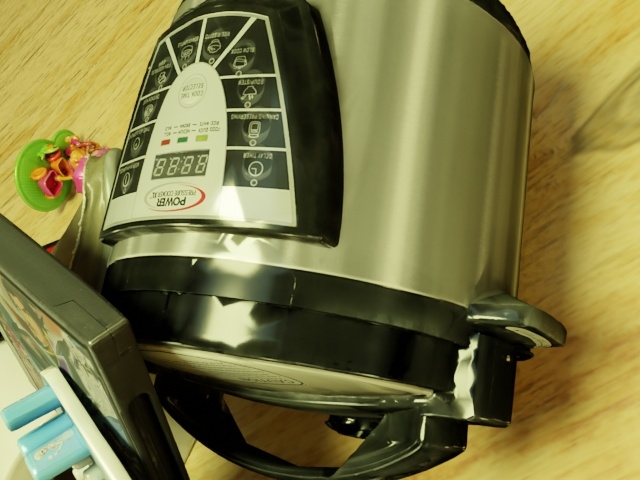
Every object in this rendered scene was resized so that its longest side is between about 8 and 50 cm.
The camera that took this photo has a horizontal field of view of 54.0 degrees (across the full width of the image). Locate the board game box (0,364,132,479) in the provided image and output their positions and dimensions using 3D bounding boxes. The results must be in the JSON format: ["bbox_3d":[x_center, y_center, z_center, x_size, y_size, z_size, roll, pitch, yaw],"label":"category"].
[{"bbox_3d":[-0.117,0.344,0.515,0.050,0.390,0.390,-30,60,-31],"label":"board game box"}]

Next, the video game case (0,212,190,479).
[{"bbox_3d":[-0.216,0.100,0.531,0.275,0.248,0.035,27,49,35],"label":"video game case"}]

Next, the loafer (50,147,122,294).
[{"bbox_3d":[-0.244,0.024,0.647,0.094,0.087,0.251,-89,12,-70],"label":"loafer"}]

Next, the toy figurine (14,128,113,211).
[{"bbox_3d":[-0.416,-0.129,1.106,0.159,0.130,0.173,3,48,22],"label":"toy figurine"}]

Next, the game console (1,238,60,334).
[{"bbox_3d":[-0.409,0.079,0.885,0.387,0.342,0.060,-31,97,21],"label":"game console"}]

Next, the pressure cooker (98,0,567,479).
[{"bbox_3d":[0.005,0.002,0.581,0.376,0.370,0.420,12,76,-8],"label":"pressure cooker"}]

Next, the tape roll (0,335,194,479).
[{"bbox_3d":[-0.305,0.234,0.778,0.169,0.246,0.246,27,88,38],"label":"tape roll"}]
